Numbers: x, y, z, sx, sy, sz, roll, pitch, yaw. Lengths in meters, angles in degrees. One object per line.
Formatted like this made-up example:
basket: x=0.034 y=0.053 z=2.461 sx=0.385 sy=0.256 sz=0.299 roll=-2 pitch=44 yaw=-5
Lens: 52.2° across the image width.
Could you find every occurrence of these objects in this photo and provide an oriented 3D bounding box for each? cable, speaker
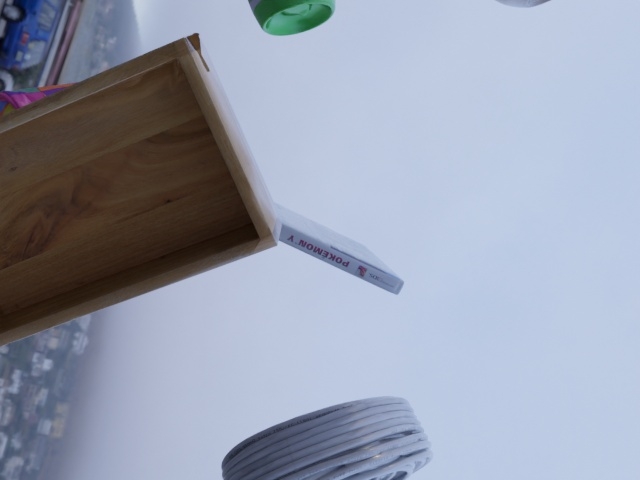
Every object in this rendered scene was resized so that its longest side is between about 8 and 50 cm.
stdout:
cable: x=0.008 y=0.274 z=0.791 sx=0.257 sy=0.257 sz=0.089 roll=-29 pitch=-118 yaw=12
speaker: x=-0.067 y=-0.449 z=0.914 sx=0.131 sy=0.131 sz=0.297 roll=-18 pitch=-94 yaw=58

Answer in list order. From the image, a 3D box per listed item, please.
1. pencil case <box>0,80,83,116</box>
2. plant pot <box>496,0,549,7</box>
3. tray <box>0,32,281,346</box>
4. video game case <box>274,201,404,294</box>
pencil case: x=-0.254 y=-0.142 z=0.769 sx=0.104 sy=0.236 sz=0.105 roll=19 pitch=-62 yaw=41
plant pot: x=0.266 y=-0.277 z=0.591 sx=0.236 sy=0.236 sz=0.032 roll=-26 pitch=-87 yaw=55
tray: x=-0.267 y=-0.026 z=0.644 sx=0.410 sy=0.203 sz=0.076 roll=-20 pitch=-160 yaw=9
video game case: x=0.000 y=0.000 z=0.850 sx=0.023 sy=0.183 sz=0.201 roll=-63 pitch=-165 yaw=6
